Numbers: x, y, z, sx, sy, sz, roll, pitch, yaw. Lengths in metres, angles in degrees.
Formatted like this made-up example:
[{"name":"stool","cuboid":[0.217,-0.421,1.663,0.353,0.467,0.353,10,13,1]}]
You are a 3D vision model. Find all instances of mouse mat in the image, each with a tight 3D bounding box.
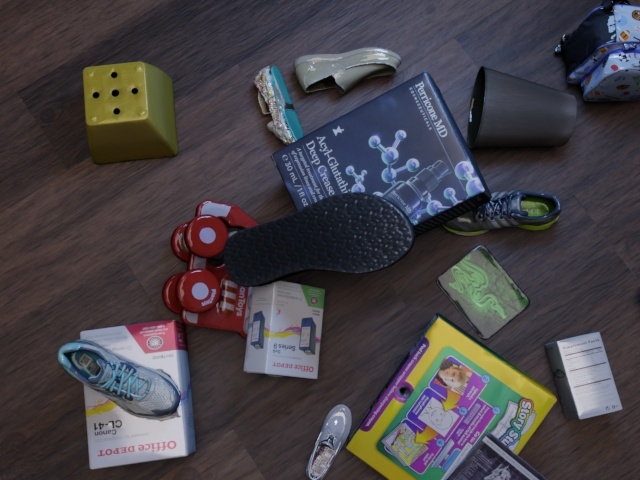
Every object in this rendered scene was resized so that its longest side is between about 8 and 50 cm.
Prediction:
[{"name":"mouse mat","cuboid":[0.391,0.123,1.916,0.152,0.007,0.190,-38,80,-7]}]

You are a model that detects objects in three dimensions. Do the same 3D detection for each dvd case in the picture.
[{"name":"dvd case","cuboid":[0.352,0.544,1.710,0.164,0.018,0.221,39,94,2]}]

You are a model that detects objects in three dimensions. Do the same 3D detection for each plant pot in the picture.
[{"name":"plant pot","cuboid":[-0.469,-0.318,1.910,0.212,0.187,0.212,-6,79,-1]}]

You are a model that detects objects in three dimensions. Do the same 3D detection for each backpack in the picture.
[{"name":"backpack","cuboid":[0.743,-0.455,1.912,0.263,0.276,0.213,-9,84,-9]}]

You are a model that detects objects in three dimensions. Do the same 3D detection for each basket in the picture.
[{"name":"basket","cuboid":[0.486,-0.305,1.932,0.227,0.154,0.204,8,80,-2]}]

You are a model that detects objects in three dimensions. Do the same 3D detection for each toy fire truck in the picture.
[{"name":"toy fire truck","cuboid":[-0.218,0.069,1.864,0.254,0.169,0.302,12,79,-22]}]

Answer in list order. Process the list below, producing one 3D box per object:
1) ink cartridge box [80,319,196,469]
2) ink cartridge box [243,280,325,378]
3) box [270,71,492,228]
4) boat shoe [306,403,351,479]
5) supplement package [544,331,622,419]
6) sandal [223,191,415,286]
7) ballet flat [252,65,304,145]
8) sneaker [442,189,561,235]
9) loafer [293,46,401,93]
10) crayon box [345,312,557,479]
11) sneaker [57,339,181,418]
[{"name":"ink cartridge box","cuboid":[-0.411,0.345,1.808,0.226,0.131,0.306,-8,78,-2]},{"name":"ink cartridge box","cuboid":[-0.081,0.204,1.821,0.154,0.093,0.212,15,78,-38]},{"name":"box","cuboid":[0.142,-0.143,1.806,0.395,0.212,0.293,-27,81,13]},{"name":"boat shoe","cuboid":[0.017,0.461,1.819,0.066,0.063,0.184,31,81,6]},{"name":"supplement package","cuboid":[0.599,0.309,1.829,0.105,0.105,0.179,-13,79,-3]},{"name":"sandal","cuboid":[-0.002,-0.002,1.694,0.445,0.107,0.168,-9,87,29]},{"name":"ballet flat","cuboid":[-0.104,-0.316,1.975,0.077,0.091,0.241,-26,74,26]},{"name":"sneaker","cuboid":[0.430,-0.079,1.897,0.300,0.121,0.111,-6,79,-1]},{"name":"loafer","cuboid":[0.068,-0.414,1.979,0.268,0.102,0.092,-4,80,8]},{"name":"crayon box","cuboid":[0.287,0.399,1.779,0.313,0.106,0.363,35,94,5]},{"name":"sneaker","cuboid":[-0.434,0.298,1.688,0.283,0.122,0.110,22,79,5]}]
